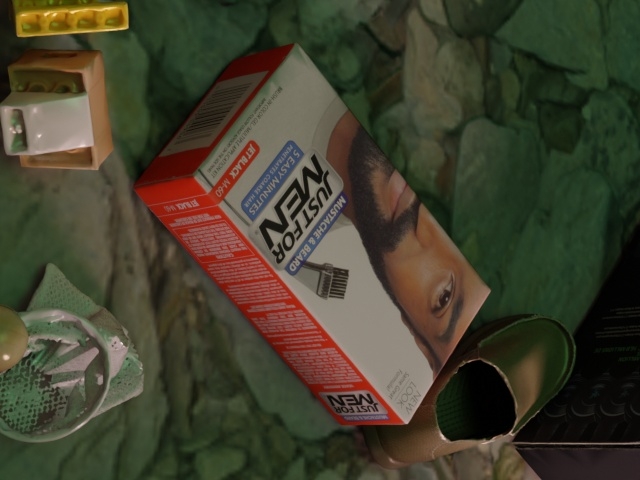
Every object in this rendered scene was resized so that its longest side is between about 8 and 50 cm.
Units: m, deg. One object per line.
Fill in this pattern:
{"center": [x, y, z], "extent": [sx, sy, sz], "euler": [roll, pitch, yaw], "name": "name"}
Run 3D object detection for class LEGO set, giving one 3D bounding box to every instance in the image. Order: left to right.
{"center": [-0.153, -0.170, 0.716], "extent": [0.132, 0.107, 0.287], "euler": [-38, 119, 1], "name": "LEGO set"}

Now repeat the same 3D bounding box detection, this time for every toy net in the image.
{"center": [-0.156, 0.047, 0.689], "extent": [0.232, 0.045, 0.122], "euler": [15, 64, -39], "name": "toy net"}

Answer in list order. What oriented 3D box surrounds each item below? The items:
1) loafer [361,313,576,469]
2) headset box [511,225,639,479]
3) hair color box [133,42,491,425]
{"center": [0.087, 0.079, 0.894], "extent": [0.148, 0.050, 0.056], "euler": [-28, 103, -38], "name": "loafer"}
{"center": [0.271, 0.103, 0.990], "extent": [0.246, 0.131, 0.283], "euler": [50, 58, -23], "name": "headset box"}
{"center": [0.000, 0.000, 0.830], "extent": [0.167, 0.053, 0.093], "euler": [50, 57, -25], "name": "hair color box"}
